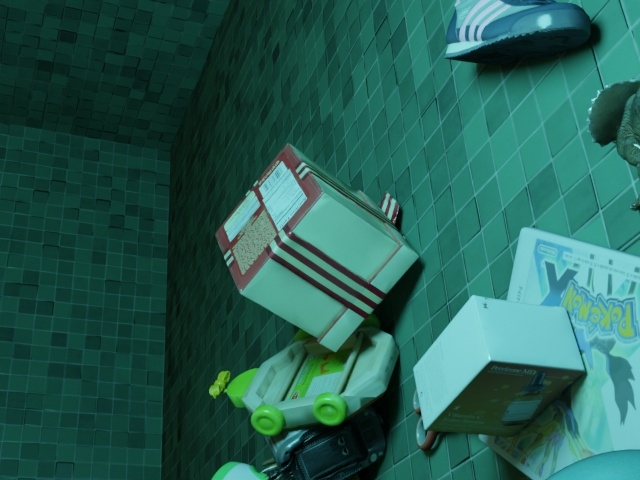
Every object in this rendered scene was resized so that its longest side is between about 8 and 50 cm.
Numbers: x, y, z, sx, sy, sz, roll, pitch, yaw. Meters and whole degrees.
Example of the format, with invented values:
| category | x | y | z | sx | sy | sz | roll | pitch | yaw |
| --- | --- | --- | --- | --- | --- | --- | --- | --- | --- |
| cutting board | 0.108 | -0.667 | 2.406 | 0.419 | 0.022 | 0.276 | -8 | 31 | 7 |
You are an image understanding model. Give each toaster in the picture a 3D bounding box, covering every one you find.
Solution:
| category | x | y | z | sx | sy | sz | roll | pitch | yaw |
| --- | --- | --- | --- | --- | --- | --- | --- | --- | --- |
| toaster | -0.008 | 0.346 | 1.569 | 0.146 | 0.227 | 0.129 | 37 | 151 | 65 |

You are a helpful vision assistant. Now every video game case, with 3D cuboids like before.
| category | x | y | z | sx | sy | sz | roll | pitch | yaw |
| --- | --- | --- | --- | --- | --- | --- | --- | --- | --- |
| video game case | 0.304 | 0.154 | 1.057 | 0.329 | 0.036 | 0.300 | -154 | 73 | -69 |

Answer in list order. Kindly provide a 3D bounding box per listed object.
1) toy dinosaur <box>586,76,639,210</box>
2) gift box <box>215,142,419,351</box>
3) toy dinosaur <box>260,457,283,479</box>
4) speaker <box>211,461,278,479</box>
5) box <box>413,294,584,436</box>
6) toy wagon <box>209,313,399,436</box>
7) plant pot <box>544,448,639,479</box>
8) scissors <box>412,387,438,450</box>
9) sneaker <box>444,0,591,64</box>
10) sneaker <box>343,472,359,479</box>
| category | x | y | z | sx | sy | sz | roll | pitch | yaw |
| --- | --- | --- | --- | --- | --- | --- | --- | --- | --- |
| toy dinosaur | 0.365 | -0.125 | 0.884 | 0.313 | 0.121 | 0.160 | 136 | 125 | -66 |
| gift box | 0.000 | 0.000 | 1.563 | 0.255 | 0.258 | 0.276 | -47 | 30 | 15 |
| toy dinosaur | -0.075 | 0.515 | 1.692 | 0.127 | 0.295 | 0.200 | -5 | 117 | 45 |
| speaker | -0.057 | 0.495 | 1.556 | 0.296 | 0.131 | 0.131 | 20 | 105 | 26 |
| box | 0.209 | 0.156 | 1.076 | 0.170 | 0.130 | 0.091 | 118 | 153 | -46 |
| toy wagon | -0.034 | 0.242 | 1.575 | 0.068 | 0.344 | 0.267 | 64 | -153 | -19 |
| plant pot | 0.286 | 0.297 | 0.774 | 0.195 | 0.290 | 0.290 | -42 | -25 | -60 |
| scissors | 0.189 | 0.240 | 1.307 | 0.297 | 0.021 | 0.109 | 124 | 152 | -67 |
| sneaker | 0.265 | -0.322 | 1.244 | 0.319 | 0.112 | 0.131 | -162 | 78 | -69 |
| sneaker | 0.036 | 0.429 | 1.638 | 0.185 | 0.069 | 0.084 | -96 | 5 | -61 |
